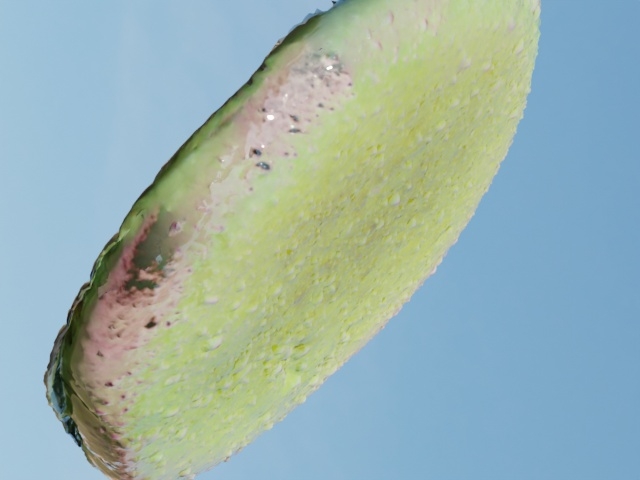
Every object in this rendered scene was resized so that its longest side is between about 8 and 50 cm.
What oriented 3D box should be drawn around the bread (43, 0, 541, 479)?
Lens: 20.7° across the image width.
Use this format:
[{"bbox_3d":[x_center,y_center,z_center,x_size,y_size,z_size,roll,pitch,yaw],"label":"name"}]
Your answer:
[{"bbox_3d":[0.000,0.000,0.584,0.033,0.228,0.228,41,-36,17],"label":"bread"}]
